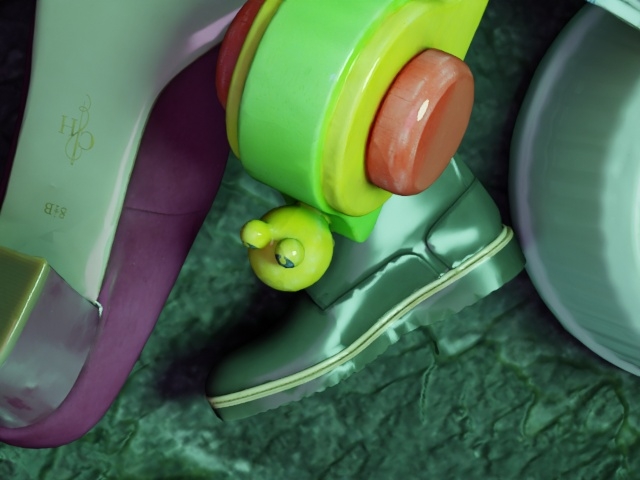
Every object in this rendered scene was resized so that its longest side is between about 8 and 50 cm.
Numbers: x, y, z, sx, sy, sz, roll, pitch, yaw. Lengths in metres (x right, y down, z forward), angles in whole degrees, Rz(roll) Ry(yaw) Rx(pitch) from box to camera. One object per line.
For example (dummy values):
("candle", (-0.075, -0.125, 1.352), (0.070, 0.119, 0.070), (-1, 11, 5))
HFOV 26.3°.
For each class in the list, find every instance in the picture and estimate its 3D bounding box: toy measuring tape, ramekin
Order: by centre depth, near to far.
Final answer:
("toy measuring tape", (0.033, -0.128, 0.622), (0.121, 0.121, 0.330), (20, 100, -12))
("ramekin", (0.251, -0.033, 0.759), (0.272, 0.127, 0.273), (-2, 102, -8))

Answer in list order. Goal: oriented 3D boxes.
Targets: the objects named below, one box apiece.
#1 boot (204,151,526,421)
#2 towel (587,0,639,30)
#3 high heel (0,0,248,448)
("boot", (0.000, 0.000, 0.765), (0.198, 0.077, 0.137), (-30, 101, -14))
("towel", (0.253, -0.150, 0.673), (0.285, 0.034, 0.209), (29, 64, 16))
("high heel", (-0.093, -0.068, 0.744), (0.127, 0.181, 0.377), (29, 79, 15))
